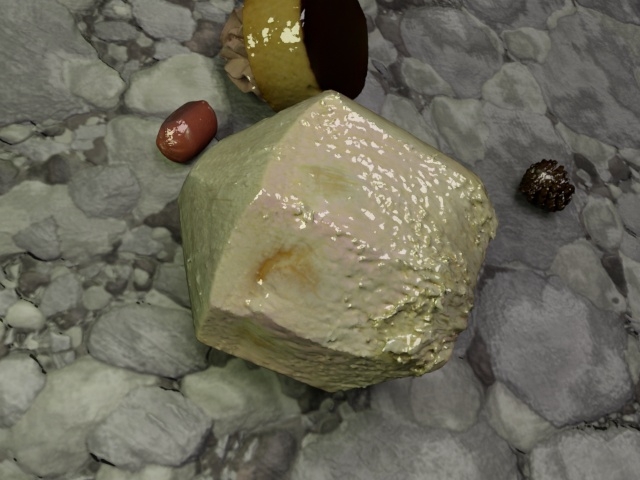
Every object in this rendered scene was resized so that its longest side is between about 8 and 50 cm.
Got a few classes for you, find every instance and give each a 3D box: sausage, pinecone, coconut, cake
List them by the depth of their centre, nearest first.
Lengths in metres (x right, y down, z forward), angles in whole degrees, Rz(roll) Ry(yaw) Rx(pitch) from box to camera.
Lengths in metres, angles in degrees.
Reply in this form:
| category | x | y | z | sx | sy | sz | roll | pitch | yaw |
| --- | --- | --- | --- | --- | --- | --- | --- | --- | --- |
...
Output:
| category | x | y | z | sx | sy | sz | roll | pitch | yaw |
| --- | --- | --- | --- | --- | --- | --- | --- | --- | --- |
| coconut | 0.000 | 0.000 | 0.736 | 0.310 | 0.297 | 0.297 | 24 | 56 | -9 |
| sausage | -0.171 | -0.141 | 0.881 | 0.059 | 0.054 | 0.094 | 10 | 45 | 31 |
| cake | -0.050 | -0.265 | 0.953 | 0.208 | 0.178 | 0.185 | -40 | 123 | -50 |
| pinecone | 0.349 | -0.082 | 1.062 | 0.083 | 0.077 | 0.077 | 47 | 51 | -25 |
